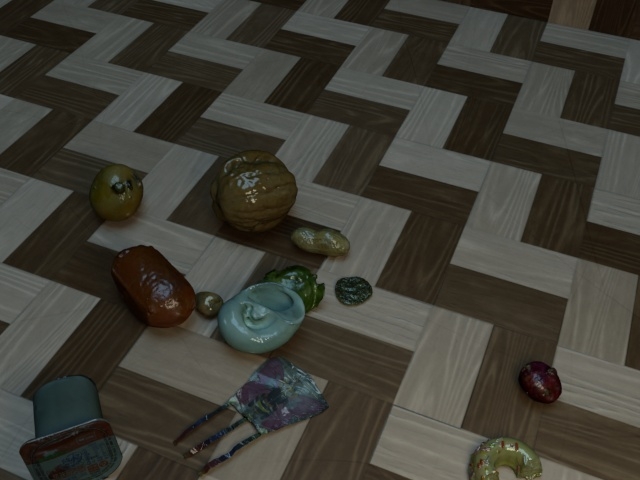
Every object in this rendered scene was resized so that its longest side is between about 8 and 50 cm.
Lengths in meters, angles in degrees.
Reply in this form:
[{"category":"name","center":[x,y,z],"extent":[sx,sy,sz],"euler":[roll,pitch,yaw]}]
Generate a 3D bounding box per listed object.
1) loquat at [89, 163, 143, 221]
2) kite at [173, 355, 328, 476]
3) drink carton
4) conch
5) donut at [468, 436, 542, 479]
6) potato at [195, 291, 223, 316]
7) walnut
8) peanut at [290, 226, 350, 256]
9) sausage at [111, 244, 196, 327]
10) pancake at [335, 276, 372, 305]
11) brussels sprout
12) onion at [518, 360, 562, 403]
[{"category":"loquat","center":[-0.598,-0.142,2.143],"extent":[0.149,0.204,0.172],"euler":[23,74,-19]},{"category":"kite","center":[-0.161,0.410,1.708],"extent":[0.360,0.022,0.204],"euler":[-32,53,-29]},{"category":"drink carton","center":[-0.554,0.417,1.598],"extent":[0.185,0.191,0.189],"euler":[-21,39,-16]},{"category":"conch","center":[-0.149,0.195,1.838],"extent":[0.221,0.121,0.185],"euler":[-2,73,-2]},{"category":"donut","center":[0.400,0.483,1.609],"extent":[0.166,0.065,0.108],"euler":[-11,46,-12]},{"category":"potato","center":[-0.299,0.166,1.927],"extent":[0.083,0.062,0.068],"euler":[7,26,36]},{"category":"walnut","center":[-0.189,-0.144,2.120],"extent":[0.257,0.257,0.224],"euler":[-29,20,-26]},{"category":"peanut","center":[0.000,0.000,2.073],"extent":[0.174,0.080,0.080],"euler":[9,46,8]},{"category":"sausage","center":[-0.437,0.122,1.896],"extent":[0.141,0.153,0.268],"euler":[-31,54,-28]},{"category":"pancake","center":[0.091,0.137,1.983],"extent":[0.108,0.017,0.108],"euler":[2,48,-2]},{"category":"brussels sprout","center":[-0.085,0.134,1.936],"extent":[0.181,0.100,0.139],"euler":[3,64,-13]},{"category":"onion","center":[0.529,0.336,1.738],"extent":[0.107,0.097,0.107],"euler":[19,43,-18]}]
